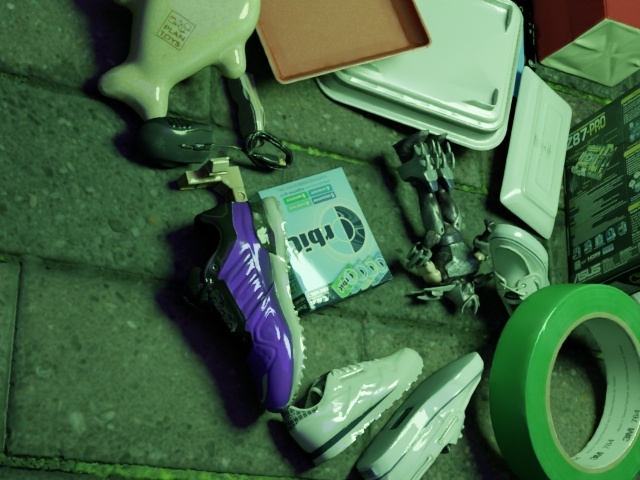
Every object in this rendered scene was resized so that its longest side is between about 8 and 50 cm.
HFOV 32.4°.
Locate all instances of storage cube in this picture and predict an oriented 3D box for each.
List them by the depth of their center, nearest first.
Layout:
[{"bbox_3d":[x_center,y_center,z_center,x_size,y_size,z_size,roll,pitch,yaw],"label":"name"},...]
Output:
[{"bbox_3d":[0.512,-0.419,1.992,0.215,0.184,0.193,11,66,-29],"label":"storage cube"}]

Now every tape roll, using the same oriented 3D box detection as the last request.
[{"bbox_3d":[0.389,0.224,1.652,0.321,0.077,0.321,1,88,-37],"label":"tape roll"}]

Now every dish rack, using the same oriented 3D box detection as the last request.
[{"bbox_3d":[0.172,-0.318,1.756,0.333,0.072,0.285,17,69,-10],"label":"dish rack"}]

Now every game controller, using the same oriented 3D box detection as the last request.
[{"bbox_3d":[0.308,-0.326,1.899,0.166,0.067,0.319,16,63,-26],"label":"game controller"}]

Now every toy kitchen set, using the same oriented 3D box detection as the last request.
[{"bbox_3d":[-0.139,-0.067,1.511,0.083,0.068,0.075,-8,75,-34],"label":"toy kitchen set"}]

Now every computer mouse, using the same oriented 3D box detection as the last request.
[{"bbox_3d":[-0.142,-0.127,1.529,0.242,0.041,0.071,4,109,-29],"label":"computer mouse"}]

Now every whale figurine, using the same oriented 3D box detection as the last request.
[{"bbox_3d":[-0.203,-0.291,1.547,0.216,0.141,0.272,32,81,-11],"label":"whale figurine"}]

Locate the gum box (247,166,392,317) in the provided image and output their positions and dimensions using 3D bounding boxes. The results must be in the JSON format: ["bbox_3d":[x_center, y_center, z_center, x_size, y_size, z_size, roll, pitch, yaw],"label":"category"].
[{"bbox_3d":[0.000,0.000,1.586,0.157,0.041,0.184,-20,81,-36],"label":"gum box"}]

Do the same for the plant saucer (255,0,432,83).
[{"bbox_3d":[0.005,-0.367,1.661,0.258,0.048,0.259,-17,76,-19],"label":"plant saucer"}]

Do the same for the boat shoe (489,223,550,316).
[{"bbox_3d":[0.305,0.063,1.671,0.226,0.083,0.076,52,54,-48],"label":"boat shoe"}]

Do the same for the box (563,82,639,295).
[{"bbox_3d":[0.546,-0.106,1.751,0.097,0.395,0.318,12,64,-25],"label":"box"}]

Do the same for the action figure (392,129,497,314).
[{"bbox_3d":[0.189,-0.022,1.680,0.185,0.099,0.285,-9,80,-47],"label":"action figure"}]

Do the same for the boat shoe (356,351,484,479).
[{"bbox_3d":[0.155,0.263,1.551,0.258,0.095,0.084,-42,99,-26],"label":"boat shoe"}]

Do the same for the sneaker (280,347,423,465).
[{"bbox_3d":[0.049,0.205,1.509,0.095,0.090,0.235,49,52,6],"label":"sneaker"}]

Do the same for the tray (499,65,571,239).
[{"bbox_3d":[0.373,-0.151,1.853,0.145,0.030,0.270,32,60,-35],"label":"tray"}]

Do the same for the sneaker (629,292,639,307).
[{"bbox_3d":[0.591,0.026,1.910,0.080,0.094,0.212,36,56,-16],"label":"sneaker"}]

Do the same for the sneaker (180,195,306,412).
[{"bbox_3d":[-0.112,0.088,1.454,0.146,0.102,0.293,-3,73,-21],"label":"sneaker"}]

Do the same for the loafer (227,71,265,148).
[{"bbox_3d":[-0.099,-0.193,1.606,0.039,0.045,0.125,-5,70,-40],"label":"loafer"}]
